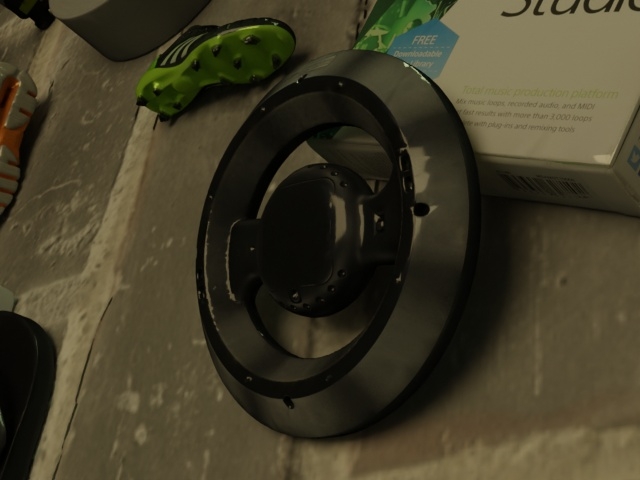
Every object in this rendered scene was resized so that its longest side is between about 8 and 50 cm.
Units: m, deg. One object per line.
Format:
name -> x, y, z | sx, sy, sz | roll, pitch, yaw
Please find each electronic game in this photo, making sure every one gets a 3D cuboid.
electronic game -> 0.000, 0.000, 0.570 | 0.229, 0.048, 0.229 | -13, 71, 45

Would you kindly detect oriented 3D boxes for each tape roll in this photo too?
tape roll -> -0.176, -0.292, 0.987 | 0.219, 0.072, 0.219 | -25, 45, 28

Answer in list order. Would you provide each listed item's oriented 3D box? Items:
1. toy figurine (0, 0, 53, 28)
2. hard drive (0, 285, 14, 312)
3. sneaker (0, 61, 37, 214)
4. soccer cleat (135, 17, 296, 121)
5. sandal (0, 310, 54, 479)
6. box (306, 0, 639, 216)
toy figurine -> -0.411, -0.348, 1.197 | 0.210, 0.148, 0.213 | -15, 51, 36
hard drive -> -0.427, 0.147, 0.911 | 0.319, 0.040, 0.210 | -8, 56, 40
sneaker -> -0.355, -0.081, 1.000 | 0.083, 0.084, 0.214 | -27, 39, 46
soccer cleat -> -0.089, -0.157, 0.808 | 0.179, 0.060, 0.072 | -15, 50, 40
sandal -> -0.259, 0.153, 0.732 | 0.097, 0.054, 0.254 | -29, 44, 25
box -> 0.147, -0.175, 0.593 | 0.232, 0.058, 0.322 | 11, 68, 48
